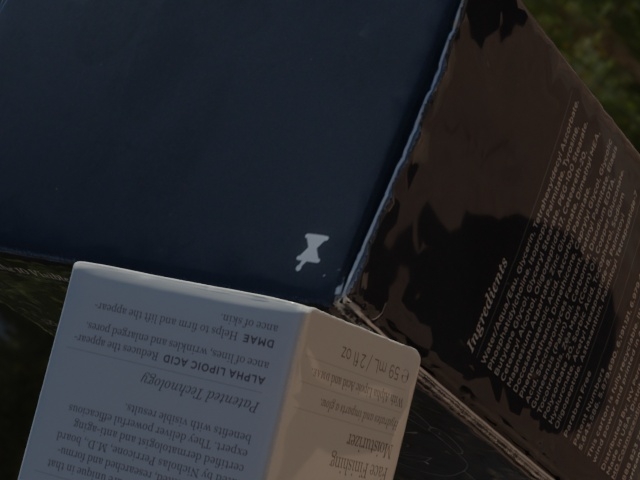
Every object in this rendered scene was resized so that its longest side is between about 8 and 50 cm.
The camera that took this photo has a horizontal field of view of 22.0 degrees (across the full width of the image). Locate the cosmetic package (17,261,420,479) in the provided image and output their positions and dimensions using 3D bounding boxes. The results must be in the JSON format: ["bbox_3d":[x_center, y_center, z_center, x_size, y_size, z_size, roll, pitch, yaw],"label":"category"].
[{"bbox_3d":[-0.058,0.124,0.896,0.151,0.151,0.184,24,-103,-60],"label":"cosmetic package"}]

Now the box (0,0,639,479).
[{"bbox_3d":[0.000,0.000,1.387,0.472,0.480,0.297,40,-114,-47],"label":"box"}]
